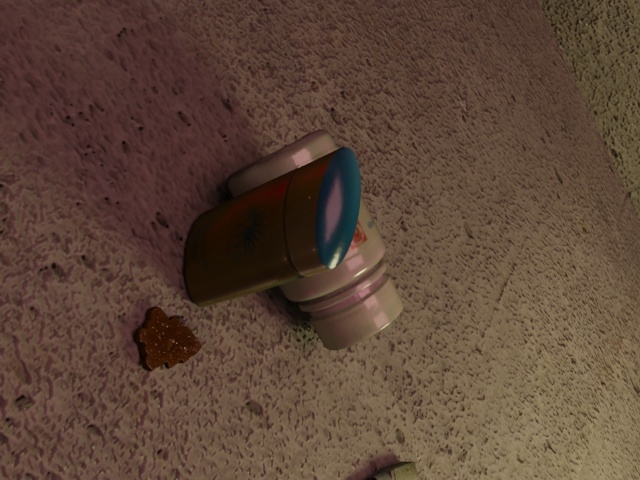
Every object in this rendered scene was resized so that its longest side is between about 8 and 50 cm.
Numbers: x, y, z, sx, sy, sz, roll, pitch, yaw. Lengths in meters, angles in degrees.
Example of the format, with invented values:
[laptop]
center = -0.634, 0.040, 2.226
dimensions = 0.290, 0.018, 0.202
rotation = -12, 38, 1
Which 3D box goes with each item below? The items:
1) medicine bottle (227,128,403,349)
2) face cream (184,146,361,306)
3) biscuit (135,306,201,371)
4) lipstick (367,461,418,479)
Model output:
[medicine bottle]
center = 0.000, 0.000, 0.951
dimensions = 0.170, 0.170, 0.293
rotation = -35, 101, -45
[face cream]
center = -0.065, -0.008, 0.805
dimensions = 0.067, 0.285, 0.140
rotation = 20, 63, -40
[biscuit]
center = -0.192, 0.127, 0.827
dimensions = 0.092, 0.016, 0.082
rotation = 18, 59, -41
[lipstick]
center = 0.101, 0.375, 1.024
dimensions = 0.129, 0.030, 0.030
rotation = 3, 75, -45
